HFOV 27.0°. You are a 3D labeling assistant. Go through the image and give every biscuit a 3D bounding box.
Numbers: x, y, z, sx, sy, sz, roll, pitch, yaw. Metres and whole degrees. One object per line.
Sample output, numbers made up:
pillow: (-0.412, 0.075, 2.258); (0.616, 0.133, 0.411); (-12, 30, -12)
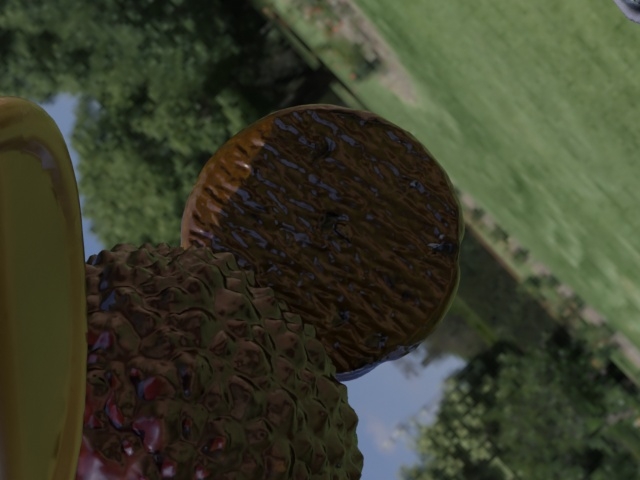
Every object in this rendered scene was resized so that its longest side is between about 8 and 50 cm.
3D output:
biscuit: (0.000, 0.000, 0.970); (0.212, 0.212, 0.036); (47, 176, 17)

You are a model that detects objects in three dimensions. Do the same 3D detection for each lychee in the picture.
lychee: (-0.103, 0.144, 0.799); (0.264, 0.264, 0.300); (40, -136, -56)

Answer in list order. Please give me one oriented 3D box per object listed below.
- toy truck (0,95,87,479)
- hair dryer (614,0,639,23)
toy truck: (-0.205, 0.039, 0.452); (0.211, 0.204, 0.288); (6, -155, 7)
hair dryer: (0.257, -0.209, 0.461); (0.121, 0.301, 0.361); (64, 176, 11)
